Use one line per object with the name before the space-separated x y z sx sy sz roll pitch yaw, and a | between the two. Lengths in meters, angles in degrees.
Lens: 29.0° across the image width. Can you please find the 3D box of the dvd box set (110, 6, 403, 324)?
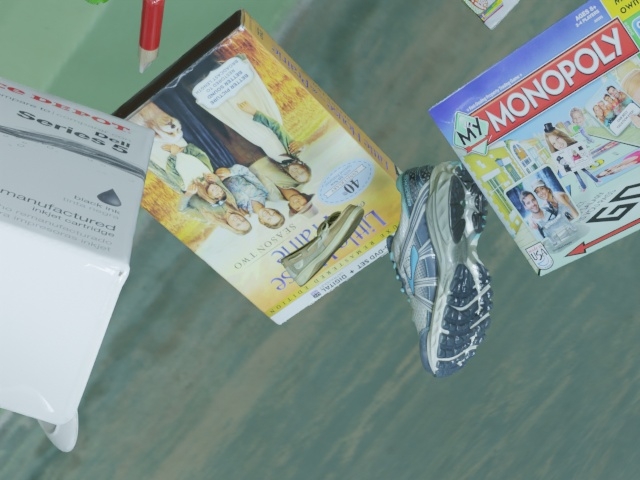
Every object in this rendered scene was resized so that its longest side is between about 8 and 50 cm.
dvd box set | -0.085 -0.089 1.776 0.308 0.062 0.420 -35 121 20

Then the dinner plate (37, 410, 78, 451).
dinner plate | -0.317 0.180 1.446 0.141 0.017 0.141 22 118 52

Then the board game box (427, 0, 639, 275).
board game box | 0.274 -0.115 1.188 0.317 0.046 0.213 -32 93 46

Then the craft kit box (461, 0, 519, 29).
craft kit box | 0.175 -0.404 1.611 0.246 0.250 0.061 45 121 -5

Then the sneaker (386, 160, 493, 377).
sneaker | 0.149 0.036 1.614 0.122 0.110 0.283 8 99 43

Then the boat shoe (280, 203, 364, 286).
boat shoe | 0.001 -0.001 1.583 0.048 0.056 0.153 44 134 5

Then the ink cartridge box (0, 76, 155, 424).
ink cartridge box | -0.223 -0.018 0.800 0.198 0.273 0.114 19 109 -11

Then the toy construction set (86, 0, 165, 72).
toy construction set | -0.190 -0.334 1.463 0.258 0.237 0.308 13 62 -5
